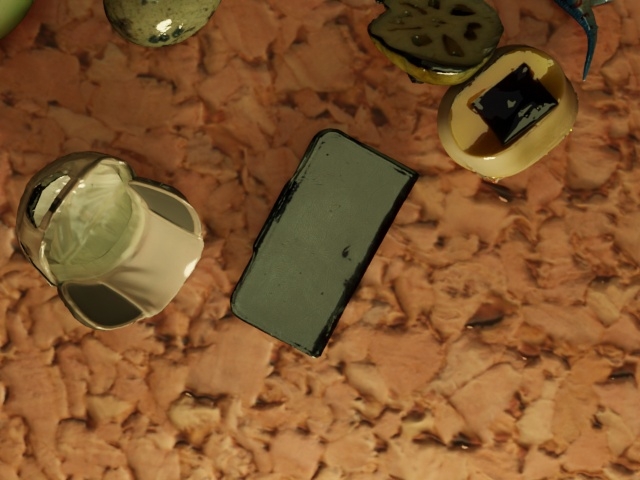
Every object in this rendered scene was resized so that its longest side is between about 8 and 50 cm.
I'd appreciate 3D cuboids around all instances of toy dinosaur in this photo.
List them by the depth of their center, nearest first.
[{"bbox_3d":[0.383,-0.417,1.555,0.144,0.076,0.329,-27,88,4],"label":"toy dinosaur"}]

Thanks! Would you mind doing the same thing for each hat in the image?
[{"bbox_3d":[-0.299,-0.009,1.481,0.275,0.161,0.232,32,99,-25],"label":"hat"}]

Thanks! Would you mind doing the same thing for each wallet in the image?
[{"bbox_3d":[0.000,0.000,1.540,0.172,0.045,0.318,28,87,-5],"label":"wallet"}]

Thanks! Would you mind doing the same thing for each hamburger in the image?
[{"bbox_3d":[0.276,-0.189,1.528,0.210,0.116,0.173,-43,83,1],"label":"hamburger"}]

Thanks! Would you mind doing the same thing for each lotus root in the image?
[{"bbox_3d":[0.167,-0.292,1.518,0.183,0.078,0.203,-32,58,-24],"label":"lotus root"}]

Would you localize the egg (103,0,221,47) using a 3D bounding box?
[{"bbox_3d":[-0.223,-0.355,1.489,0.181,0.141,0.141,-25,90,-4],"label":"egg"}]

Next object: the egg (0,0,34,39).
[{"bbox_3d":[-0.497,-0.395,1.437,0.220,0.220,0.270,22,88,-2],"label":"egg"}]
